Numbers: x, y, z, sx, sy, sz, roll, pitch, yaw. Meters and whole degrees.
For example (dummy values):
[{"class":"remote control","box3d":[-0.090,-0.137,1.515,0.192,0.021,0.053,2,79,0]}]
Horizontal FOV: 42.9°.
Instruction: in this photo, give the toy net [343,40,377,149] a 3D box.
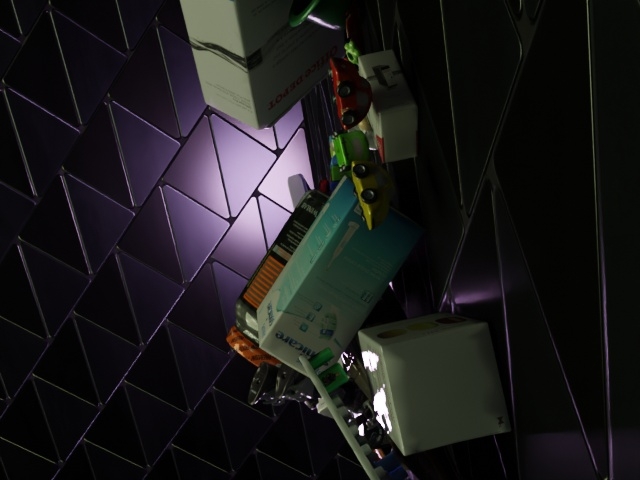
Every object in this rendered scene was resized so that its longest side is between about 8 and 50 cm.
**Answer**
[{"class":"toy net","box3d":[0.064,-0.226,1.378,0.122,0.045,0.232,47,161,19]}]

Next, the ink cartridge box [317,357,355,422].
[{"class":"ink cartridge box","box3d":[0.071,0.306,2.020,0.201,0.117,0.278,30,-147,-41]}]

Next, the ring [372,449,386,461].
[{"class":"ring","box3d":[0.183,0.573,1.716,0.336,0.032,0.336,58,173,12]}]

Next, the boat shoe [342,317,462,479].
[{"class":"boat shoe","box3d":[0.158,0.274,1.335,0.324,0.116,0.123,61,163,-7]}]

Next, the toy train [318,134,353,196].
[{"class":"toy train","box3d":[0.045,-0.154,1.887,0.248,0.105,0.143,107,161,-83]}]

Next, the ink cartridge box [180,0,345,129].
[{"class":"ink cartridge box","box3d":[-0.105,-0.452,1.529,0.166,0.285,0.395,29,149,26]}]

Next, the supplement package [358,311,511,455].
[{"class":"supplement package","box3d":[0.140,0.176,1.064,0.244,0.139,0.134,152,105,-85]}]

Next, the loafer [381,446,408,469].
[{"class":"loafer","box3d":[0.171,0.438,1.807,0.251,0.087,0.094,-136,35,-83]}]

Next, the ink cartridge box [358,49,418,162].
[{"class":"ink cartridge box","box3d":[0.098,-0.196,1.186,0.099,0.056,0.135,81,175,-49]}]

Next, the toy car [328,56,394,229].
[{"class":"toy car","box3d":[0.054,-0.139,1.182,0.225,0.053,0.239,-144,41,-84]}]

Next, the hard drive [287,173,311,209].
[{"class":"hard drive","box3d":[0.000,0.000,1.881,0.318,0.040,0.210,56,-162,-69]}]

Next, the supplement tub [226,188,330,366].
[{"class":"supplement tub","box3d":[-0.025,0.089,1.568,0.338,0.207,0.207,-57,6,1]}]

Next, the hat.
[{"class":"hat","box3d":[0.061,-0.397,1.413,0.208,0.183,0.173,-59,22,12]}]

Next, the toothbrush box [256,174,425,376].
[{"class":"toothbrush box","box3d":[0.022,0.055,1.344,0.295,0.126,0.216,-56,11,5]}]

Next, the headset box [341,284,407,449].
[{"class":"headset box","box3d":[0.116,0.241,1.696,0.246,0.131,0.283,-110,10,-63]}]

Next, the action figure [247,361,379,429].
[{"class":"action figure","box3d":[0.017,0.275,1.461,0.185,0.285,0.099,-2,72,51]}]

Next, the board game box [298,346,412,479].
[{"class":"board game box","box3d":[0.130,0.381,1.165,0.390,0.050,0.390,53,174,50]}]
